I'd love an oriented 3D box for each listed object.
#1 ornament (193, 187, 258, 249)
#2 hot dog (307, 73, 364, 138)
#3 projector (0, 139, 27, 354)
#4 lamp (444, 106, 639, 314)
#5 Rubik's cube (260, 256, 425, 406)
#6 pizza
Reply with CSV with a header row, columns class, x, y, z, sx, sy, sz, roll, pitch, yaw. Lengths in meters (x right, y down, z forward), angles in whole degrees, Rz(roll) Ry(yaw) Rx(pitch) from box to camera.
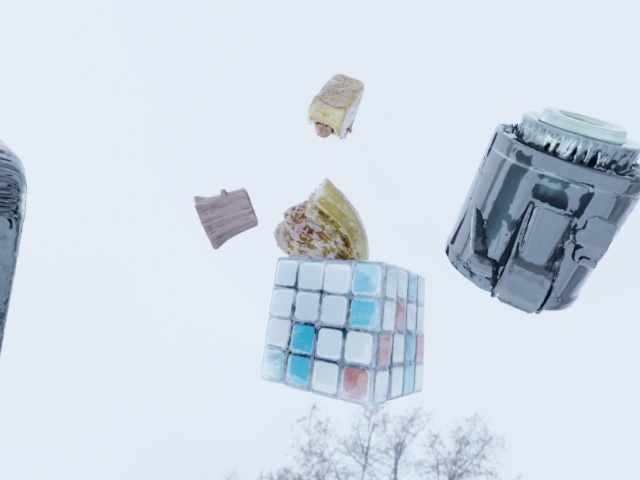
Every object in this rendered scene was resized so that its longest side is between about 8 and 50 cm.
class,x,y,z,sx,sy,sz,roll,pitch,yaw
ornament,-0.385,-0.104,1.737,0.217,0.221,0.235,-21,-90,-8
hot dog,0.047,-0.420,1.341,0.150,0.257,0.153,25,-42,5
projector,-0.592,0.012,0.532,0.405,0.242,0.395,26,-77,33
lamp,0.321,-0.049,0.607,0.205,0.374,0.272,24,-78,16
Rubik's cube,0.059,0.180,0.865,0.258,0.253,0.256,-1,-103,31
pizza,0.000,0.000,1.098,0.277,0.114,0.409,19,-40,14
